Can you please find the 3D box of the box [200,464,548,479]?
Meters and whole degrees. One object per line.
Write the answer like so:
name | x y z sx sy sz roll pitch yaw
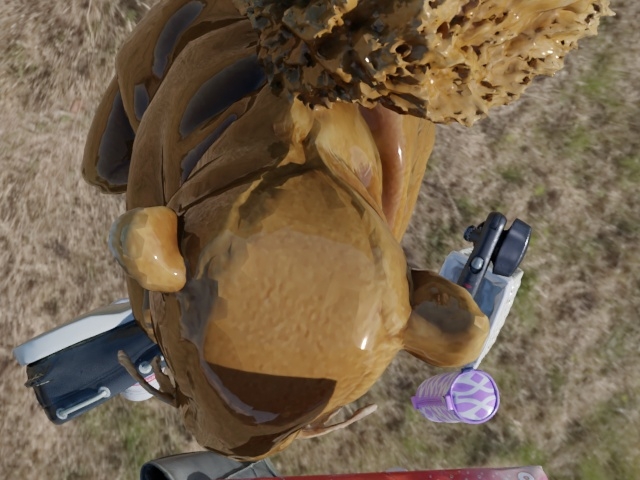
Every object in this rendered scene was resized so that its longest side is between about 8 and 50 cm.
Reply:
box | -0.023 0.174 0.316 0.257 0.128 0.122 2 131 -18

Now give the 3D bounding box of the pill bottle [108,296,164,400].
pill bottle | -0.280 0.168 1.285 0.087 0.087 0.160 -8 134 -12

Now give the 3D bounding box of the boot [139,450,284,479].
boot | -0.115 0.337 1.092 0.189 0.208 0.076 45 103 17

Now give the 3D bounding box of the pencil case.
pencil case | 0.212 0.251 1.352 0.088 0.206 0.086 -18 80 -11

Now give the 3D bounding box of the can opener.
can opener | 0.185 0.050 1.036 0.073 0.059 0.186 31 100 23

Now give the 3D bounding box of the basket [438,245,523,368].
basket | 0.245 0.103 1.376 0.113 0.103 0.167 28 114 23

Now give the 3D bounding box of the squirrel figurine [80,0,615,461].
squirrel figurine | -0.009 -0.075 0.527 0.281 0.370 0.397 23 115 -10

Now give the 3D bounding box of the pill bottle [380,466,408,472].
pill bottle | 0.020 0.479 1.261 0.323 0.181 0.181 -23 111 -9

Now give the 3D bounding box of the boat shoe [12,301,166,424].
boat shoe | -0.134 0.081 0.811 0.302 0.114 0.091 -22 96 5
